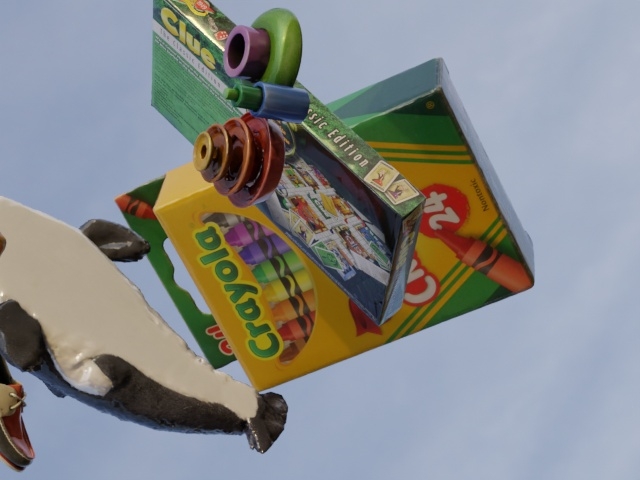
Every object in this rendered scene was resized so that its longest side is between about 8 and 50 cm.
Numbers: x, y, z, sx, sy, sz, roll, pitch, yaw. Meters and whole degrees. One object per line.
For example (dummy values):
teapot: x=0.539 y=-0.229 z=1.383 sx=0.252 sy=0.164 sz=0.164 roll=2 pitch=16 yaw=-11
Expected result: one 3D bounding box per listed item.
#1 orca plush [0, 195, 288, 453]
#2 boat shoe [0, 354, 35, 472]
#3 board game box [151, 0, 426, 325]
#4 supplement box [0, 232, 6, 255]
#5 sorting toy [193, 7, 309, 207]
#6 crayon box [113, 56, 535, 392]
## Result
orca plush: x=-0.160 y=0.075 z=1.315 sx=0.287 sy=0.102 sz=0.151 roll=24 pitch=-132 yaw=-12
boat shoe: x=-0.267 y=0.125 z=1.495 sx=0.137 sy=0.043 sz=0.049 roll=62 pitch=-172 yaw=11
board game box: x=-0.030 y=-0.066 z=1.285 sx=0.030 sy=0.259 sz=0.136 roll=-35 pitch=-24 yaw=-24
supplement box: x=-0.281 y=-0.037 z=0.946 sx=0.233 sy=0.078 sz=0.080 roll=37 pitch=-86 yaw=-36
sorting toy: x=-0.038 y=-0.068 z=0.882 sx=0.042 sy=0.061 sz=0.102 roll=9 pitch=-95 yaw=-30
crayon box: x=0.000 y=0.000 z=1.551 sx=0.202 sy=0.318 sz=0.081 roll=61 pitch=-164 yaw=-22
